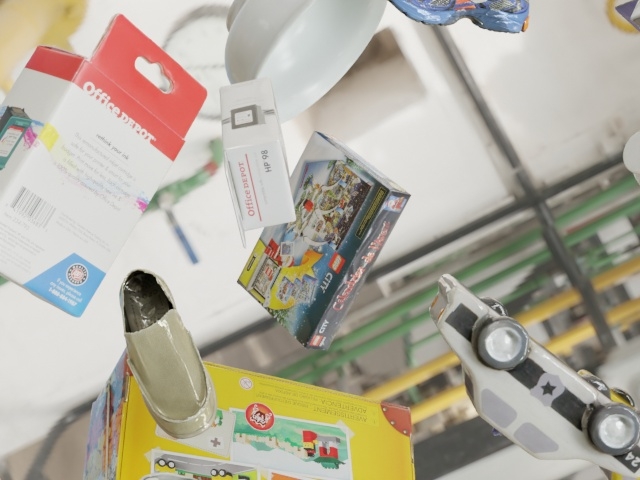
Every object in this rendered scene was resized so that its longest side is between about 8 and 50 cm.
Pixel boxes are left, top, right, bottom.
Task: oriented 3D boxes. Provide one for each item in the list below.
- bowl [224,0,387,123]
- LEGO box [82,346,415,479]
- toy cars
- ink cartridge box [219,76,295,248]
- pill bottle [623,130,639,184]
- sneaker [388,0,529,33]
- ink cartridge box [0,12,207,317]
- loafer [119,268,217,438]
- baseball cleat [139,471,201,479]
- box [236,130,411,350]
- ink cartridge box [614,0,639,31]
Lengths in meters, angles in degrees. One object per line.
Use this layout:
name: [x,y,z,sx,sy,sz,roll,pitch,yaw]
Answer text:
bowl: [-0.046,-0.321,1.864,0.134,0.298,0.298,43,9,15]
LEGO box: [-0.106,0.411,1.937,0.500,0.193,0.372,15,48,-18]
toy cars: [0.203,0.151,0.934,0.393,0.087,0.176,33,6,-43]
ink cartridge box: [-0.066,-0.084,1.329,0.180,0.060,0.104,-100,179,-55]
pill bottle: [0.373,-0.075,1.319,0.120,0.067,0.067,22,39,-40]
sneaker: [0.175,-0.328,1.622,0.083,0.221,0.087,-125,-138,-55]
ink cartridge box: [-0.210,-0.069,1.062,0.078,0.231,0.134,20,-14,42]
loafer: [-0.223,0.149,1.719,0.268,0.102,0.092,62,-3,30]
baseball cleat: [-0.227,0.314,1.401,0.072,0.206,0.109,50,-30,33]
box: [0.000,0.000,1.595,0.044,0.233,0.159,10,24,-48]
ink cartridge box: [0.568,-0.232,1.666,0.303,0.072,0.307,39,-18,-13]
